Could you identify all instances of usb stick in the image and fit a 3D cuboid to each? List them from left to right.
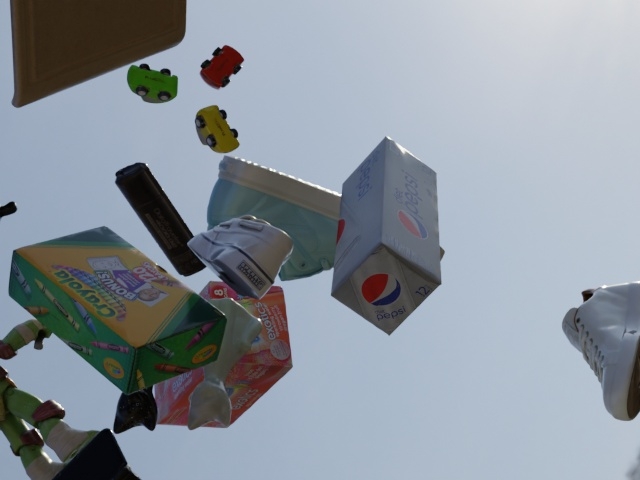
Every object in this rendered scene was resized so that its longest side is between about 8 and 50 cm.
[{"bbox_3d":[-0.318,-0.041,2.550,0.077,0.045,0.278,-24,-58,11],"label":"usb stick"}]

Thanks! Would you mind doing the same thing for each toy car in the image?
[{"bbox_3d":[-0.256,-0.274,2.350,0.053,0.225,0.239,135,141,-54],"label":"toy car"}]

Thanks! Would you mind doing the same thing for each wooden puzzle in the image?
[{"bbox_3d":[-0.212,-0.260,1.210,0.221,0.044,0.238,-31,-37,-41],"label":"wooden puzzle"}]

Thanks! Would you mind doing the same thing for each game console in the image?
[{"bbox_3d":[-0.226,0.277,1.302,0.122,0.107,0.071,-45,9,5],"label":"game console"}]

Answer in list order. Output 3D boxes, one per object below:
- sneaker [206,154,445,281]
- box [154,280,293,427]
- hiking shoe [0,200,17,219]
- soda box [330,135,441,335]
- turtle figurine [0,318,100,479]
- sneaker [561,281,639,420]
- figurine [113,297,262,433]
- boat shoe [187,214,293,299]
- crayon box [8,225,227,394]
[{"bbox_3d":[0.000,0.000,1.876,0.135,0.366,0.150,-140,71,-78],"label":"sneaker"},{"bbox_3d":[-0.176,0.202,2.185,0.142,0.154,0.300,7,-30,-25],"label":"box"},{"bbox_3d":[-0.564,-0.036,1.664,0.132,0.304,0.113,-60,-15,-51],"label":"hiking shoe"},{"bbox_3d":[0.082,-0.012,1.550,0.098,0.091,0.286,-47,17,26],"label":"soda box"},{"bbox_3d":[-0.423,0.213,1.838,0.198,0.266,0.275,-44,-11,4],"label":"turtle figurine"},{"bbox_3d":[0.406,0.161,1.818,0.290,0.123,0.106,-62,-34,-58],"label":"sneaker"},{"bbox_3d":[-0.210,0.203,1.957,0.092,0.215,0.209,56,-144,-45],"label":"figurine"},{"bbox_3d":[-0.089,0.014,1.529,0.084,0.095,0.258,-47,19,-9],"label":"boat shoe"},{"bbox_3d":[-0.287,0.091,1.764,0.165,0.278,0.081,-18,-48,-45],"label":"crayon box"}]
